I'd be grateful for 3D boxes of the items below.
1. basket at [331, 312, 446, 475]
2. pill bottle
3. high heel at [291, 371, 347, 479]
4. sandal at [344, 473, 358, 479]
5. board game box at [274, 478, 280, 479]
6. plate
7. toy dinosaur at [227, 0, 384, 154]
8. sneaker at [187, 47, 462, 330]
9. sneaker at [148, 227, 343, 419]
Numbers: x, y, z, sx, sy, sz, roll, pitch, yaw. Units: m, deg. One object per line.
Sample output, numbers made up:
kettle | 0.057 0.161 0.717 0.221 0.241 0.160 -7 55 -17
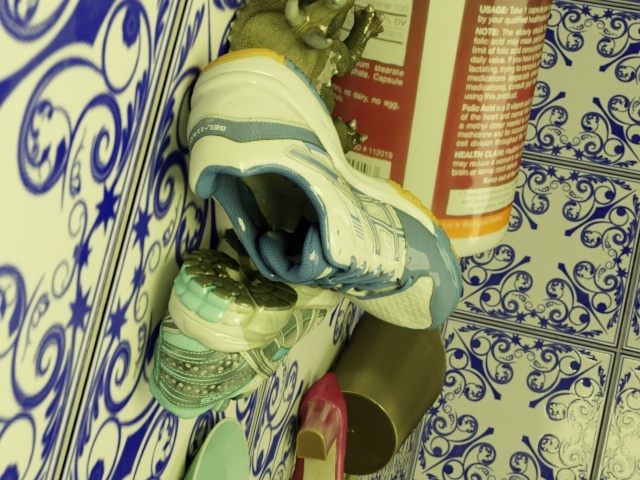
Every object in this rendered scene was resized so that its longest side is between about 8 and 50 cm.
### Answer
basket | 0.077 0.218 1.544 0.227 0.154 0.204 -44 143 -63
pill bottle | 0.114 -0.200 1.116 0.224 0.224 0.392 -50 150 -66
high heel | -0.001 0.294 1.437 0.117 0.082 0.244 -66 155 -53
sandal | 0.029 0.447 1.674 0.120 0.086 0.303 87 19 -49
board game box | 0.005 0.439 1.231 0.303 0.224 0.098 -66 161 -46
plate | -0.102 0.254 0.994 0.188 0.024 0.188 4 90 -76
toy dinosaur | -0.020 -0.108 0.921 0.160 0.121 0.314 -49 156 -43
sneaker | 0.000 0.000 0.816 0.296 0.111 0.131 43 37 -31
sneaker | -0.069 0.067 0.888 0.122 0.110 0.283 -62 168 10
